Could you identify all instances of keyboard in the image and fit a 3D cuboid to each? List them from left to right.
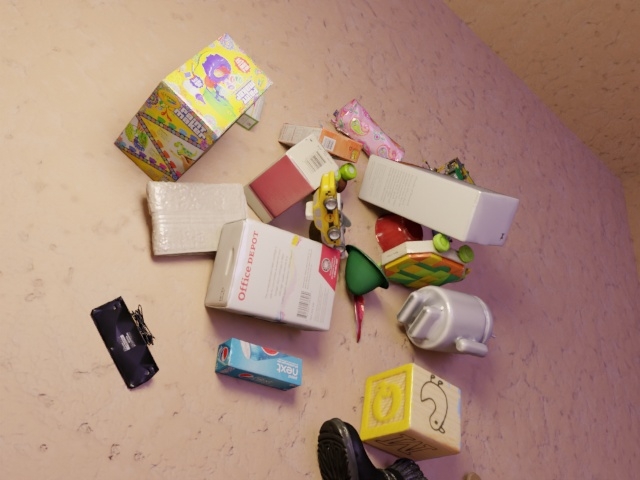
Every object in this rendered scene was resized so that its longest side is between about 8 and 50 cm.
[{"bbox_3d":[-0.412,0.216,1.259,0.100,0.038,0.191,-26,86,-24],"label":"keyboard"}]

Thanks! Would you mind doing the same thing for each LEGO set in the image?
[{"bbox_3d":[0.479,-0.162,2.195,0.255,0.192,0.331,50,26,-21],"label":"LEGO set"}]

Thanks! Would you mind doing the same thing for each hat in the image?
[{"bbox_3d":[0.086,0.141,1.716,0.183,0.208,0.173,-42,141,-13],"label":"hat"}]

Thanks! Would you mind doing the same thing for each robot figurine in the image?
[{"bbox_3d":[0.409,0.257,1.854,0.354,0.199,0.300,15,29,-36],"label":"robot figurine"}]

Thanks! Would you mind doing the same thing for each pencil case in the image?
[{"bbox_3d":[0.170,-0.368,2.060,0.284,0.124,0.124,42,45,-16],"label":"pencil case"}]

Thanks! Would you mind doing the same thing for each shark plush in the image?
[{"bbox_3d":[0.457,0.005,2.138,0.073,0.067,0.161,34,48,-24],"label":"shark plush"}]

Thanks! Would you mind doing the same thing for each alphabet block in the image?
[{"bbox_3d":[0.248,0.475,1.587,0.197,0.193,0.192,31,48,-26],"label":"alphabet block"}]

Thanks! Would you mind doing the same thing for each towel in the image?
[{"bbox_3d":[-0.303,-0.058,1.472,0.282,0.049,0.187,-3,80,-42],"label":"towel"}]

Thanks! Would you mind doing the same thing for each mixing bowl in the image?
[{"bbox_3d":[0.283,-0.026,1.976,0.182,0.098,0.181,21,54,-32],"label":"mixing bowl"}]

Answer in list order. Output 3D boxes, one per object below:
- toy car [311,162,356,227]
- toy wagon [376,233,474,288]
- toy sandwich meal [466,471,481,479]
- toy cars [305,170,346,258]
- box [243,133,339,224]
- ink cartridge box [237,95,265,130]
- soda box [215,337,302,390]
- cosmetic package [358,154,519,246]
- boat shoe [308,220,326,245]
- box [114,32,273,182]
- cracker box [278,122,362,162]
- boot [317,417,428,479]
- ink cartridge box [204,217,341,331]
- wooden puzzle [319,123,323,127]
[{"bbox_3d":[0.037,-0.122,1.776,0.149,0.155,0.188,-15,87,-46],"label":"toy car"},{"bbox_3d":[0.358,0.085,1.855,0.345,0.267,0.068,20,56,-34],"label":"toy wagon"},{"bbox_3d":[0.459,0.742,1.748,0.086,0.029,0.085,27,47,-33],"label":"toy sandwich meal"},{"bbox_3d":[0.017,-0.059,1.585,0.393,0.087,0.176,62,25,-77],"label":"toy cars"},{"bbox_3d":[-0.088,-0.169,1.618,0.126,0.232,0.148,52,43,-7],"label":"box"},{"bbox_3d":[-0.272,-0.431,1.726,0.209,0.062,0.108,29,51,-27],"label":"ink cartridge box"},{"bbox_3d":[-0.147,0.305,1.415,0.210,0.067,0.071,25,52,-31],"label":"soda box"},{"bbox_3d":[0.366,-0.134,1.863,0.230,0.453,0.161,4,107,-43],"label":"cosmetic package"},{"bbox_3d":[0.000,0.000,1.743,0.045,0.050,0.135,20,55,-50],"label":"boat shoe"},{"bbox_3d":[-0.315,-0.323,1.466,0.177,0.279,0.290,45,44,-14],"label":"box"},{"bbox_3d":[-0.004,-0.300,1.781,0.156,0.232,0.067,15,94,-36],"label":"cracker box"},{"bbox_3d":[0.145,0.588,1.467,0.260,0.131,0.347,-12,86,-38],"label":"boot"},{"bbox_3d":[-0.113,0.095,1.482,0.306,0.131,0.225,20,73,-32],"label":"ink cartridge box"},{"bbox_3d":[0.016,-0.328,1.951,0.078,0.014,0.116,41,37,-53],"label":"wooden puzzle"}]
